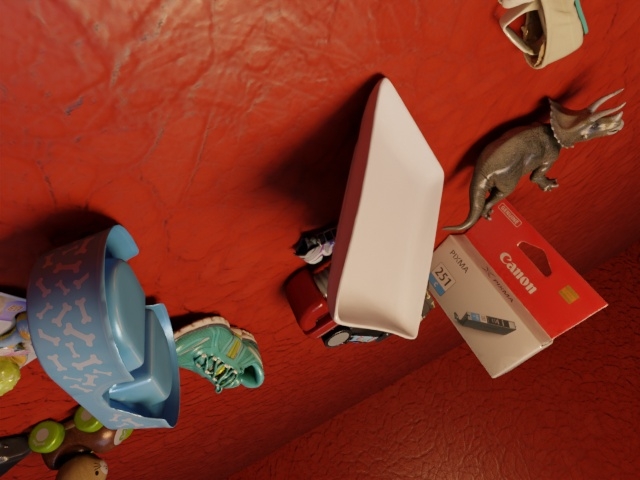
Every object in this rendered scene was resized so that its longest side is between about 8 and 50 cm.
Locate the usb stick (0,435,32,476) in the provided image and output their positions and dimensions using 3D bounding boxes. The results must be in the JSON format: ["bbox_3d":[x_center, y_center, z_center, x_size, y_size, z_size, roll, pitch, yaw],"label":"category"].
[{"bbox_3d":[-0.628,0.433,0.719,0.278,0.045,0.077,-38,157,13],"label":"usb stick"}]

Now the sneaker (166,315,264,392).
[{"bbox_3d":[-0.179,0.208,0.716,0.107,0.109,0.275,-36,150,9],"label":"sneaker"}]

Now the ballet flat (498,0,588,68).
[{"bbox_3d":[0.220,-0.253,0.409,0.086,0.086,0.249,-43,149,21],"label":"ballet flat"}]

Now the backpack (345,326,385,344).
[{"bbox_3d":[0.102,0.150,0.875,0.158,0.116,0.173,-36,150,8],"label":"backpack"}]

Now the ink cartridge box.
[{"bbox_3d":[0.379,0.097,0.864,0.066,0.296,0.261,-3,140,-40],"label":"ink cartridge box"}]

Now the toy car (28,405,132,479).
[{"bbox_3d":[-0.419,0.417,0.737,0.149,0.188,0.155,-22,150,-15],"label":"toy car"}]

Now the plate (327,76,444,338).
[{"bbox_3d":[0.093,-0.018,0.536,0.045,0.277,0.277,6,168,33],"label":"plate"}]

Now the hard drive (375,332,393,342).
[{"bbox_3d":[0.205,0.191,1.096,0.172,0.054,0.254,-27,150,-5],"label":"hard drive"}]

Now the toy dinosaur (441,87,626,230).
[{"bbox_3d":[0.320,-0.132,0.675,0.314,0.121,0.160,-26,139,1],"label":"toy dinosaur"}]

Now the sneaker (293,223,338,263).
[{"bbox_3d":[0.000,0.000,0.630,0.098,0.038,0.069,-41,150,17],"label":"sneaker"}]

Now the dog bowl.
[{"bbox_3d":[-0.232,0.116,0.466,0.074,0.165,0.297,-11,140,-11],"label":"dog bowl"}]

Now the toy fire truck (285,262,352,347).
[{"bbox_3d":[0.035,0.074,0.679,0.217,0.158,0.246,-34,142,7],"label":"toy fire truck"}]

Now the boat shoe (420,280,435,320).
[{"bbox_3d":[0.207,0.097,0.907,0.069,0.081,0.227,-36,134,-10],"label":"boat shoe"}]

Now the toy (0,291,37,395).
[{"bbox_3d":[-0.402,0.152,0.479,0.237,0.056,0.137,-35,150,7],"label":"toy"}]
